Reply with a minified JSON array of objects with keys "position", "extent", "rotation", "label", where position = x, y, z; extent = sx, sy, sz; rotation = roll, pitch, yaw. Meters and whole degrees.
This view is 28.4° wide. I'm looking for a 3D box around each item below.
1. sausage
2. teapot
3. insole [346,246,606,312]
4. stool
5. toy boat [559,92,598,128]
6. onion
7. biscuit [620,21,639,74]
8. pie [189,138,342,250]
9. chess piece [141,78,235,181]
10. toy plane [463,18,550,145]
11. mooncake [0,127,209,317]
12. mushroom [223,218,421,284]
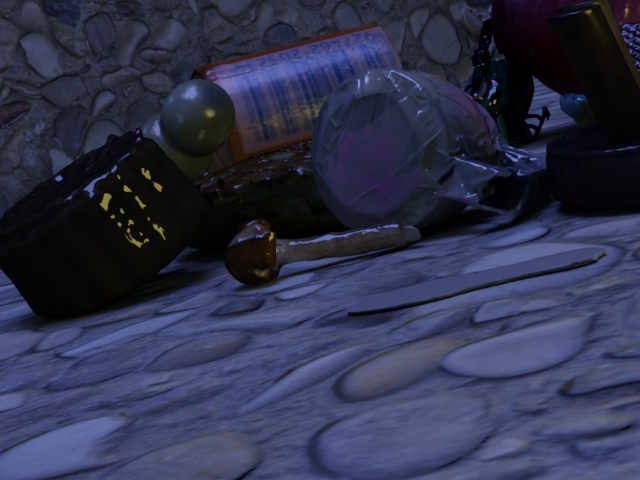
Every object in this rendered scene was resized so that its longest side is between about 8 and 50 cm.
[{"position":[-0.027,-0.180,1.875],"extent":[0.287,0.233,0.233],"rotation":[-17,8,-15],"label":"sausage"},{"position":[0.121,-0.095,1.256],"extent":[0.221,0.163,0.178],"rotation":[-10,-1,37],"label":"teapot"},{"position":[0.115,0.030,0.942],"extent":[0.197,0.004,0.065],"rotation":[-13,8,7],"label":"insole"},{"position":[0.326,-0.143,1.142],"extent":[0.272,0.179,0.272],"rotation":[-14,9,2],"label":"stool"},{"position":[0.410,-0.150,1.424],"extent":[0.276,0.084,0.111],"rotation":[-12,5,-9],"label":"toy boat"},{"position":[0.423,-0.328,1.767],"extent":[0.358,0.345,0.358],"rotation":[4,48,-4],"label":"onion"},{"position":[0.432,-0.174,1.303],"extent":[0.252,0.070,0.106],"rotation":[1,44,16],"label":"biscuit"},{"position":[-0.038,-0.064,1.533],"extent":[0.288,0.103,0.354],"rotation":[-8,10,36],"label":"pie"},{"position":[-0.196,-0.105,1.638],"extent":[0.243,0.133,0.133],"rotation":[-47,-12,32],"label":"chess piece"},{"position":[0.242,-0.197,1.824],"extent":[0.106,0.155,0.382],"rotation":[-9,26,28],"label":"toy plane"},{"position":[-0.242,-0.022,1.346],"extent":[0.228,0.124,0.228],"rotation":[-29,22,13],"label":"mooncake"},{"position":[0.000,0.000,1.190],"extent":[0.187,0.061,0.060],"rotation":[-10,3,2],"label":"mushroom"}]
